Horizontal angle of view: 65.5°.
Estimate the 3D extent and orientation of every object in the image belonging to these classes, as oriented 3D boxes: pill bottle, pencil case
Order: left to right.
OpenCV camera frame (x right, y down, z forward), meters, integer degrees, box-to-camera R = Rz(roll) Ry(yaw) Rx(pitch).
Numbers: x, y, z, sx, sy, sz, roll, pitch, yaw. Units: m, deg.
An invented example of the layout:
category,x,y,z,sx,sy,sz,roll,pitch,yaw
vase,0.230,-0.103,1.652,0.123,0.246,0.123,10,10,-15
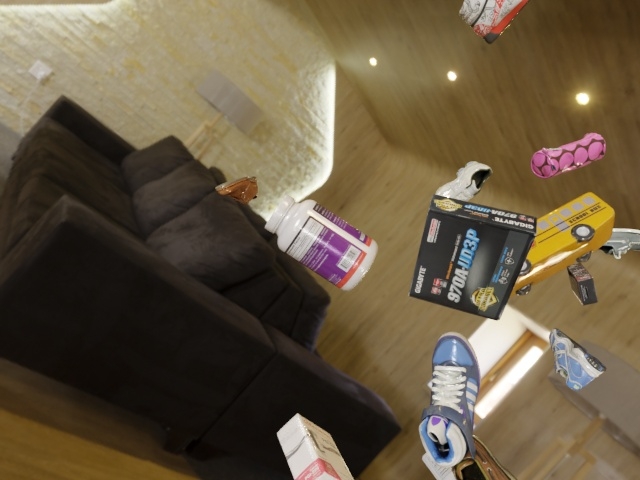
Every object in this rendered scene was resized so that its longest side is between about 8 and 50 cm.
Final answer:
category,x,y,z,sx,sy,sz,roll,pitch,yaw
pill bottle,0.000,0.000,1.505,0.323,0.181,0.181,34,1,-3
pencil case,0.728,-0.252,1.455,0.095,0.210,0.098,-132,-154,-54

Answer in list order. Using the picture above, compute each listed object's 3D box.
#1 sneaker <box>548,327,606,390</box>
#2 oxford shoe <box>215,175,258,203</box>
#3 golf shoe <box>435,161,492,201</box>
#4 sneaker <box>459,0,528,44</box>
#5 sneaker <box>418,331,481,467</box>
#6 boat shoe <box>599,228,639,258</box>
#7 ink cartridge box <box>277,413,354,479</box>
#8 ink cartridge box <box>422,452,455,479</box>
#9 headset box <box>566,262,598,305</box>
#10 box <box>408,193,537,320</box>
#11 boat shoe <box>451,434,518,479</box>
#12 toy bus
category,x,y,z,sx,sy,sz,roll,pitch,yaw
sneaker,0.557,0.264,1.128,0.080,0.081,0.211,35,12,2
oxford shoe,-0.228,-0.141,1.428,0.212,0.076,0.075,-23,100,-70
golf shoe,0.331,-0.116,1.171,0.069,0.176,0.086,39,-2,-16
sneaker,0.465,-0.642,1.267,0.145,0.090,0.270,42,-29,1
sneaker,0.334,0.417,1.293,0.130,0.322,0.236,0,2,26
boat shoe,0.955,0.016,1.647,0.320,0.098,0.116,9,-17,7
ink cartridge box,-0.011,0.599,1.349,0.158,0.092,0.218,44,0,-31
ink cartridge box,0.492,0.818,1.505,0.330,0.071,0.324,44,0,-28
headset box,0.561,0.095,1.065,0.083,0.032,0.062,-68,139,-66
box,0.263,0.034,0.889,0.175,0.051,0.220,15,-47,13
boat shoe,0.407,0.603,1.334,0.105,0.110,0.307,15,0,-23
toy bus,0.593,0.013,1.293,0.130,0.333,0.108,61,-1,43
